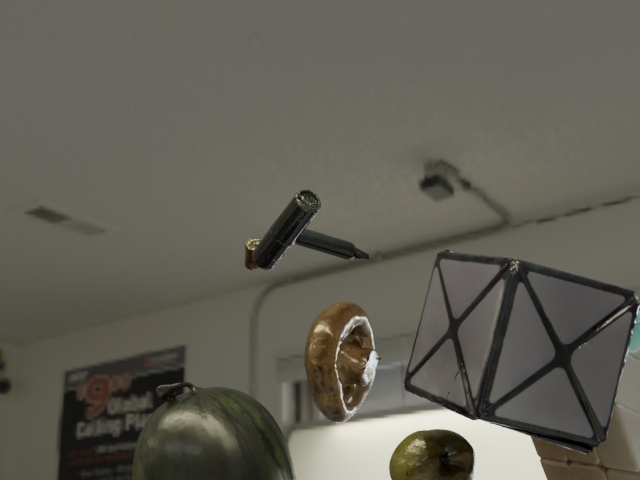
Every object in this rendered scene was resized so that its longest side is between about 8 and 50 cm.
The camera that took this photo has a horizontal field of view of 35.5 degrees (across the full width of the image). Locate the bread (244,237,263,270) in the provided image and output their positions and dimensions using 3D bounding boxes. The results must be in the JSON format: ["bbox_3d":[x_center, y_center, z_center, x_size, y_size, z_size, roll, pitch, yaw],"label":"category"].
[{"bbox_3d":[-0.126,0.027,1.973,0.047,0.036,0.083,-2,-32,-7],"label":"bread"}]

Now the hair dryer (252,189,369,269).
[{"bbox_3d":[0.011,-0.007,1.611,0.195,0.050,0.173,7,-34,-26],"label":"hair dryer"}]

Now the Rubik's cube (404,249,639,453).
[{"bbox_3d":[0.374,0.202,1.903,0.307,0.310,0.305,17,-4,-21],"label":"Rubik's cube"}]

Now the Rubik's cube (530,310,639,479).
[{"bbox_3d":[0.652,0.348,2.170,0.322,0.318,0.316,-24,7,-27],"label":"Rubik's cube"}]

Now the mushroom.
[{"bbox_3d":[0.044,0.267,2.204,0.146,0.278,0.278,7,-15,24],"label":"mushroom"}]

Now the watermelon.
[{"bbox_3d":[-0.180,0.404,1.704,0.279,0.359,0.279,-15,2,1],"label":"watermelon"}]

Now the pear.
[{"bbox_3d":[0.222,0.450,1.981,0.167,0.167,0.136,5,-21,-16],"label":"pear"}]
